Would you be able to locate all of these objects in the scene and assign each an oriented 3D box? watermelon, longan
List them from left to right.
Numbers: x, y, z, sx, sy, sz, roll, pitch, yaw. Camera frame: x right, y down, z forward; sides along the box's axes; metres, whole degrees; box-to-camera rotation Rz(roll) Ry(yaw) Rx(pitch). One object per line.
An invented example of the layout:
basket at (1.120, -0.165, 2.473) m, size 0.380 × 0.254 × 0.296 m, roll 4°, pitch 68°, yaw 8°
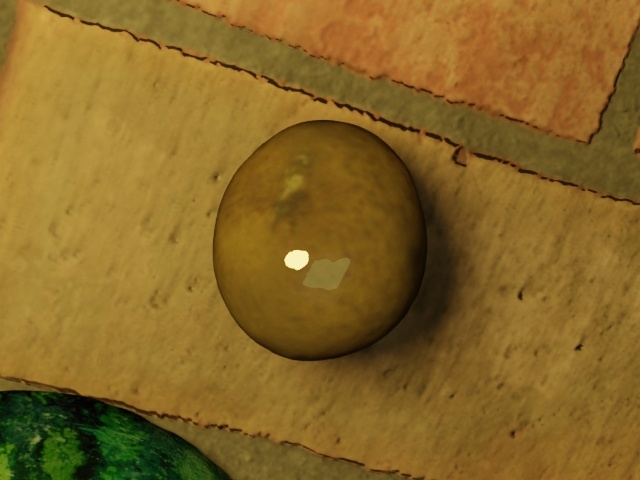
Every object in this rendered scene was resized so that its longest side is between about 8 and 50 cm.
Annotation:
watermelon at (-0.152, 0.280, 1.095) m, size 0.292 × 0.222 × 0.319 m, roll -7°, pitch 100°, yaw -10°
longan at (0.000, 0.000, 1.101) m, size 0.167 × 0.167 × 0.187 m, roll 7°, pitch 90°, yaw -14°
